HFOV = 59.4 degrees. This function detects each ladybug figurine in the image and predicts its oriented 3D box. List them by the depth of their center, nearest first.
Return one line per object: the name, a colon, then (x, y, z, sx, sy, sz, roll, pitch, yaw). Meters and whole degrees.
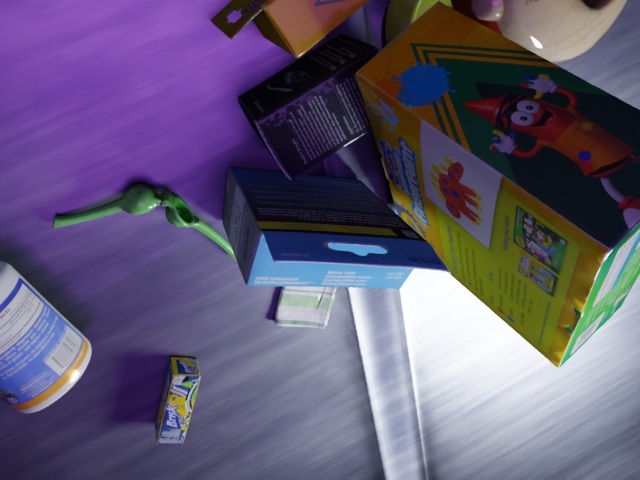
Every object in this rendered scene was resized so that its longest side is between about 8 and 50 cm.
ladybug figurine: (0.315, -0.418, 0.788, 0.449, 0.161, 0.305, -42, 121, -31)

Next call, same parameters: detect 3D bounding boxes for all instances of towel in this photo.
towel: (-0.022, 0.103, 1.090, 0.113, 0.023, 0.152, 6, 114, -22)

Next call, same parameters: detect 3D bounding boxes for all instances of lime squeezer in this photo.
lime squeezer: (-0.263, -0.032, 0.920, 0.310, 0.059, 0.110, 12, 111, -25)

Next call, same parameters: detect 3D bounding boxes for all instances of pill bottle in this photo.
pill bottle: (-0.500, 0.128, 0.864, 0.152, 0.152, 0.272, -33, 121, -1)

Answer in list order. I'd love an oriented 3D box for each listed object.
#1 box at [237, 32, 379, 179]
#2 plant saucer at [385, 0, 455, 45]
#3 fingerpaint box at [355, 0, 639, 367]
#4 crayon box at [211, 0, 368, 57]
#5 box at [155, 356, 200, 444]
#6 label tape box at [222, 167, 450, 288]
box: (-0.005, -0.210, 0.861, 0.207, 0.153, 0.108, -32, 122, 0)
plant saucer: (0.224, -0.352, 0.924, 0.240, 0.037, 0.241, -6, 113, -14)
fingerpaint box: (0.267, -0.054, 0.805, 0.163, 0.371, 0.445, -42, 149, -7)
crayon box: (0.006, -0.360, 0.760, 0.318, 0.202, 0.081, -38, 122, 4)
box: (-0.278, 0.311, 1.087, 0.054, 0.059, 0.169, 9, 113, -24)
label tape box: (0.000, 0.000, 0.854, 0.249, 0.348, 0.115, 3, 115, -20)
